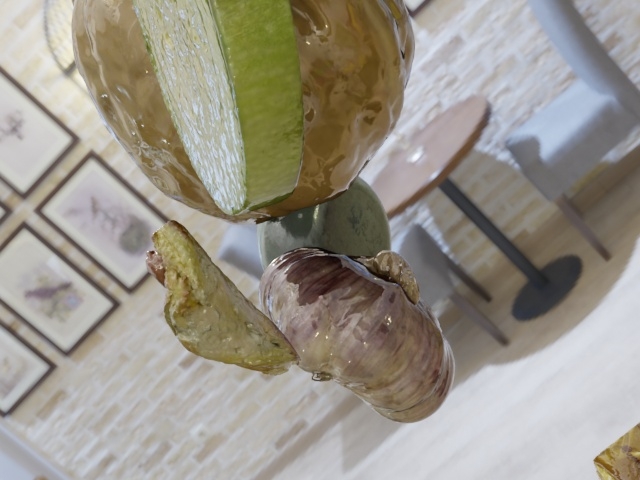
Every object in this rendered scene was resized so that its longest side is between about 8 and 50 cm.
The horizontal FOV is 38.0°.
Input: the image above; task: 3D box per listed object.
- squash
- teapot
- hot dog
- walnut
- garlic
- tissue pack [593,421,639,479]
[{"bbox_3d":[-0.078,-0.138,0.596,0.048,0.252,0.252,-19,5,-18],"label":"squash"},{"bbox_3d":[0.000,0.000,1.201,0.129,0.294,0.193,-8,59,43],"label":"teapot"},{"bbox_3d":[-0.083,0.057,0.710,0.061,0.169,0.078,-40,26,-1],"label":"hot dog"},{"bbox_3d":[-0.081,-0.210,0.986,0.383,0.383,0.383,-43,14,13],"label":"walnut"},{"bbox_3d":[0.046,0.085,1.025,0.161,0.245,0.245,-60,14,-2],"label":"garlic"},{"bbox_3d":[0.455,0.289,1.053,0.183,0.092,0.226,-34,43,-11],"label":"tissue pack"}]
